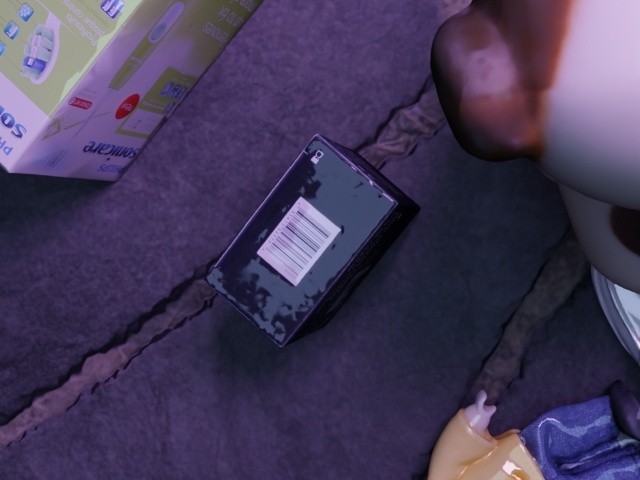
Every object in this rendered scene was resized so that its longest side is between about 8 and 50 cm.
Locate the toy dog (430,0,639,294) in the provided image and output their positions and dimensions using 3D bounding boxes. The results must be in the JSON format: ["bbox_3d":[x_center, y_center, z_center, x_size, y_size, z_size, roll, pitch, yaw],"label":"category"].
[{"bbox_3d":[0.216,-0.104,0.560,0.284,0.408,0.396,7,86,27],"label":"toy dog"}]

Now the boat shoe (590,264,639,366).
[{"bbox_3d":[0.333,0.111,0.732,0.098,0.096,0.277,-38,82,14],"label":"boat shoe"}]

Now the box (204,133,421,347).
[{"bbox_3d":[0.000,0.000,0.770,0.093,0.158,0.156,40,99,9],"label":"box"}]

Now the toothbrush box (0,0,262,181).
[{"bbox_3d":[-0.182,-0.198,0.782,0.122,0.206,0.283,44,99,7],"label":"toothbrush box"}]

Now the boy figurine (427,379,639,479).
[{"bbox_3d":[0.164,0.225,0.777,0.285,0.092,0.177,-27,88,9],"label":"boy figurine"}]
